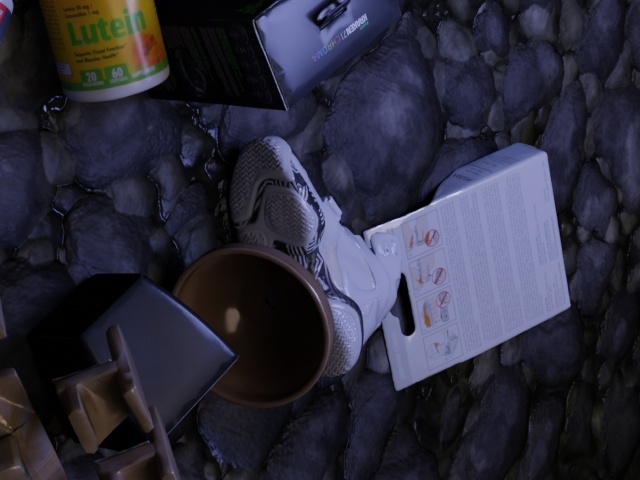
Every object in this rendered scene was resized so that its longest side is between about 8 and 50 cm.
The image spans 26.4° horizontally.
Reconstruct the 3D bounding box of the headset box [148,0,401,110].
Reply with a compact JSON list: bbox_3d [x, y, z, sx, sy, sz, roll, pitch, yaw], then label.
[{"bbox_3d":[-0.072,-0.290,1.772,0.246,0.283,0.131,-42,126,-32],"label":"headset box"}]

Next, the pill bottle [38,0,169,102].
[{"bbox_3d":[-0.275,-0.303,1.662,0.136,0.136,0.245,-30,118,-39],"label":"pill bottle"}]

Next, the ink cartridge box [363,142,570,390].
[{"bbox_3d":[0.240,0.043,2.334,0.385,0.091,0.308,-23,115,-23],"label":"ink cartridge box"}]

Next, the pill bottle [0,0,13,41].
[{"bbox_3d":[-0.411,-0.253,1.550,0.108,0.108,0.180,27,78,-46],"label":"pill bottle"}]

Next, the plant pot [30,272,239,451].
[{"bbox_3d":[-0.255,0.143,1.749,0.187,0.188,0.167,-46,116,-30],"label":"plant pot"}]

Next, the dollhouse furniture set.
[{"bbox_3d":[-0.393,0.161,1.532,0.362,0.256,0.394,-20,125,-6],"label":"dollhouse furniture set"}]

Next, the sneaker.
[{"bbox_3d":[0.000,0.000,2.018,0.210,0.137,0.365,-36,110,-52],"label":"sneaker"}]

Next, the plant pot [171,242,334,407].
[{"bbox_3d":[-0.084,0.104,1.901,0.110,0.237,0.237,-49,134,-62],"label":"plant pot"}]
